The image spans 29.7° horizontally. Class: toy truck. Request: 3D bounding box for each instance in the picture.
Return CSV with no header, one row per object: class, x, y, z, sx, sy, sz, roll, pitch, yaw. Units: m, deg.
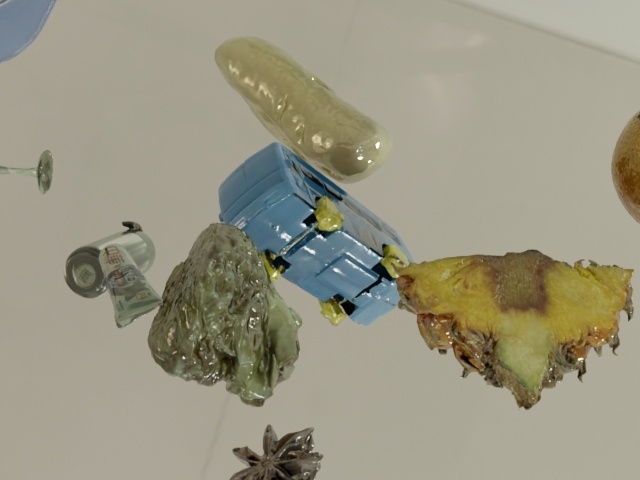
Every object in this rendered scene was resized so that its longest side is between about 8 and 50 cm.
toy truck,0.000,0.000,1.894,0.161,0.162,0.385,-39,139,17

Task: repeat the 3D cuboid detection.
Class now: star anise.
star anise,-0.082,0.426,2.150,0.089,0.209,0.231,50,39,-35

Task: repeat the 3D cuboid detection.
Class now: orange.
orange,0.537,-0.109,1.757,0.236,0.236,0.236,-52,155,-36

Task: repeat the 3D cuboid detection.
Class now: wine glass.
wine glass,-0.483,-0.105,1.709,0.066,0.198,0.066,5,90,-82

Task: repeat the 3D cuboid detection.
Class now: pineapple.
pineapple,0.192,0.113,1.176,0.140,0.249,0.164,108,-28,-48

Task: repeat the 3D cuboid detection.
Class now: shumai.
shumai,-0.110,0.107,1.621,0.189,0.218,0.256,-44,-165,23

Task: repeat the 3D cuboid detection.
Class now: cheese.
cheese,-0.041,-0.236,2.097,0.129,0.328,0.351,-48,-167,-2

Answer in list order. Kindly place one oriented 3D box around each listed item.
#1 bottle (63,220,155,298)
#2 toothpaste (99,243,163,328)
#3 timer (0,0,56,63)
bottle,-0.321,0.025,1.867,0.253,0.079,0.096,-34,123,-78
toothpaste,-0.240,0.049,1.477,0.060,0.233,0.038,-26,115,-9
timer,-0.404,-0.386,1.210,0.395,0.173,0.395,-15,122,-25
